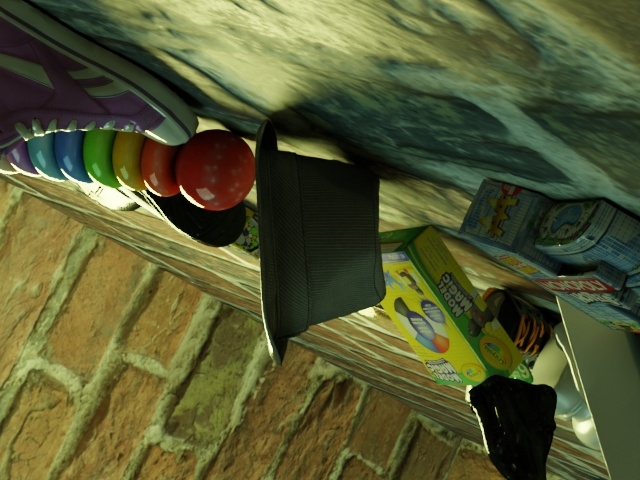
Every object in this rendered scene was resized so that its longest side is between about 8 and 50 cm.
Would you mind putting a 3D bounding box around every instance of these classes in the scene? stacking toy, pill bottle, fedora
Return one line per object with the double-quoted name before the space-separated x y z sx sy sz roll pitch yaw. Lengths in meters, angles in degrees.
"stacking toy" -0.220 -0.112 1.819 0.330 0.141 0.141 15 168 25
"pill bottle" 0.360 0.190 1.857 0.229 0.131 0.131 28 172 -11
"fedora" 0.000 0.000 1.610 0.124 0.244 0.275 -3 170 -2

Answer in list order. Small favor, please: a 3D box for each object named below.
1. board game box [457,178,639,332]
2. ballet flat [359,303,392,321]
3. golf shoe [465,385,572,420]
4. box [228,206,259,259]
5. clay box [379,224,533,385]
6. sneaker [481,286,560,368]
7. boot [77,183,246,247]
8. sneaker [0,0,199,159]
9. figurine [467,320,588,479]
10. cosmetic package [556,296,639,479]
"board game box" 0.226 0.014 1.390 0.194 0.060 0.194 27 172 -14
"ballet flat" 0.114 0.080 2.242 0.206 0.073 0.067 14 139 46
"golf shoe" 0.318 0.259 2.608 0.198 0.094 0.077 26 171 -13
"box" -0.150 -0.037 2.270 0.169 0.059 0.054 30 170 -29
"clay box" 0.136 0.087 1.822 0.222 0.053 0.127 55 155 -14
"sneaker" 0.244 0.112 1.935 0.083 0.084 0.215 19 179 34
"boot" -0.218 -0.071 2.119 0.246 0.094 0.207 34 168 -7
"sneaker" -0.272 -0.132 1.672 0.282 0.161 0.102 28 171 -22
"figurine" 0.266 0.205 1.684 0.092 0.215 0.209 26 -143 -35
"cosmetic package" 0.295 0.157 1.550 0.060 0.239 0.099 -23 152 20
